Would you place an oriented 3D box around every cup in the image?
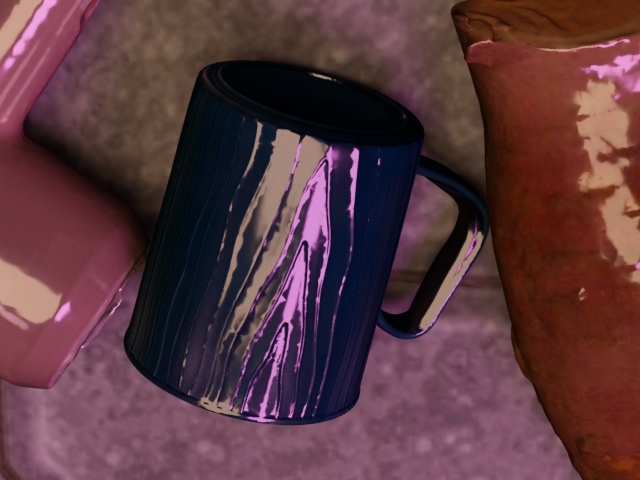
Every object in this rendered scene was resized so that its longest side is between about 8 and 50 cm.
[{"bbox_3d":[-0.009,-0.004,0.857,0.113,0.150,0.138,31,115,36],"label":"cup"}]

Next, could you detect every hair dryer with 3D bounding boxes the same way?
[{"bbox_3d":[-0.113,-0.110,0.839,0.189,0.107,0.344,34,106,-3],"label":"hair dryer"}]

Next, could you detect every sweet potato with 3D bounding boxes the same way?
[{"bbox_3d":[0.144,0.034,0.818,0.131,0.131,0.337,-10,107,14],"label":"sweet potato"}]
